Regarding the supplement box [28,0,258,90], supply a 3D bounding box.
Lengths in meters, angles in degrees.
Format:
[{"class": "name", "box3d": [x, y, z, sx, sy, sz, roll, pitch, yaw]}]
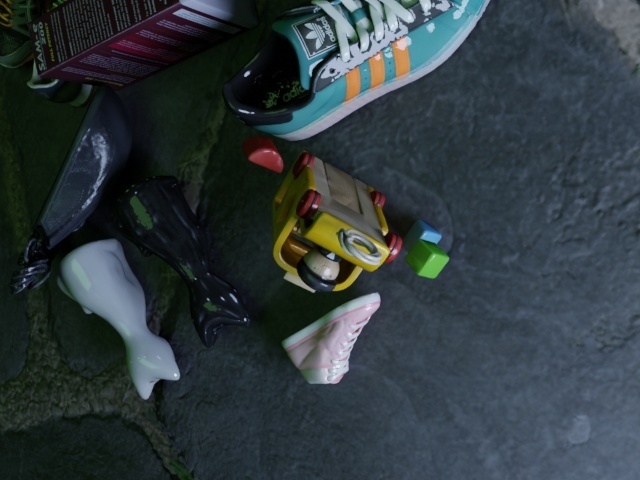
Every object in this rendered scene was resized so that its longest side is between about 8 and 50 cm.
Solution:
[{"class": "supplement box", "box3d": [-0.208, -0.253, 0.851, 0.239, 0.130, 0.073, -16, 85, 29]}]

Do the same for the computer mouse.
[{"class": "computer mouse", "box3d": [-0.305, -0.064, 0.930, 0.272, 0.072, 0.188, -62, 20, 9]}]

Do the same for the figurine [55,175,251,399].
[{"class": "figurine", "box3d": [-0.205, 0.066, 0.894, 0.215, 0.092, 0.209, -40, 77, 26]}]

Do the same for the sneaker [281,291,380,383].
[{"class": "sneaker", "box3d": [0.023, 0.110, 0.781, 0.134, 0.051, 0.070, -35, 77, 30]}]

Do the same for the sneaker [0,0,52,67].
[{"class": "sneaker", "box3d": [-0.412, -0.342, 0.993, 0.084, 0.083, 0.215, 31, 108, 24]}]

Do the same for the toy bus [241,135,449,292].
[{"class": "toy bus", "box3d": [0.004, -0.003, 0.704, 0.191, 0.202, 0.104, 44, 113, 27]}]

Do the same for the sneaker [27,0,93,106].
[{"class": "sneaker", "box3d": [-0.330, -0.272, 0.945, 0.064, 0.086, 0.192, 21, 102, 28]}]

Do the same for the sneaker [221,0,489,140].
[{"class": "sneaker", "box3d": [0.032, -0.197, 0.719, 0.302, 0.121, 0.108, -33, 76, 26]}]
